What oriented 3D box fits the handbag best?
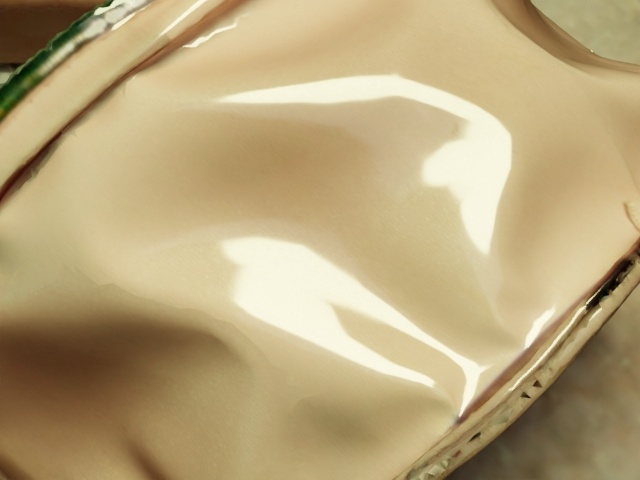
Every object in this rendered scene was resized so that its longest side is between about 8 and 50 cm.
[{"bbox_3d":[-0.001,-0.001,0.412,0.205,0.179,0.116,-40,85,-23],"label":"handbag"}]

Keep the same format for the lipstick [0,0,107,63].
[{"bbox_3d":[-0.127,-0.079,0.493,0.145,0.045,0.045,0,68,-12],"label":"lipstick"}]
